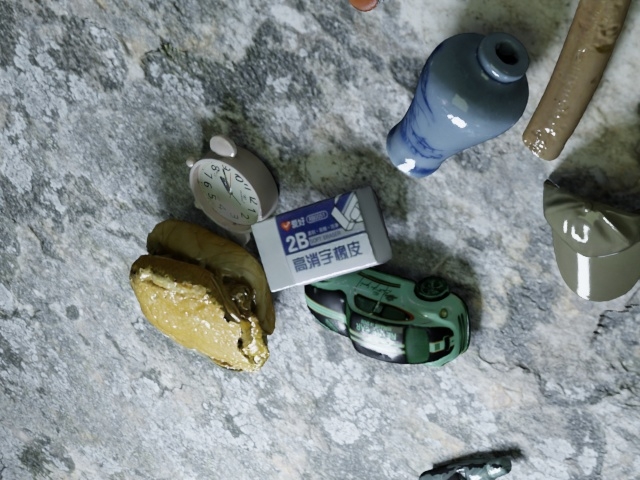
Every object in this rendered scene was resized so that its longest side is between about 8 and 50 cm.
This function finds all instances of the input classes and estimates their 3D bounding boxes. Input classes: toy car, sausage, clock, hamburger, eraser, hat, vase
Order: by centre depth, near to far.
[{"bbox_3d":[0.320,-0.227,1.221,0.066,0.066,0.301,29,139,15],"label":"sausage"},{"bbox_3d":[0.362,0.014,1.349,0.166,0.144,0.173,15,110,30],"label":"hat"},{"bbox_3d":[0.000,0.000,1.598,0.210,0.068,0.124,-16,93,31],"label":"eraser"},{"bbox_3d":[0.093,0.123,1.642,0.306,0.125,0.136,15,132,26],"label":"toy car"},{"bbox_3d":[-0.147,-0.090,1.696,0.155,0.063,0.229,19,134,28],"label":"clock"},{"bbox_3d":[-0.199,0.107,1.805,0.318,0.158,0.318,30,152,17],"label":"hamburger"},{"bbox_3d":[0.264,0.426,1.811,0.060,0.060,0.211,49,138,-7],"label":"vase"}]

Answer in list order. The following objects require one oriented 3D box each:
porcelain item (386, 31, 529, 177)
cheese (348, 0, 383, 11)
[{"bbox_3d":[0.180,-0.177,1.322,0.141,0.141,0.259,42,146,1],"label":"porcelain item"},{"bbox_3d":[-0.004,-0.409,1.333,0.256,0.037,0.106,45,140,-2],"label":"cheese"}]
